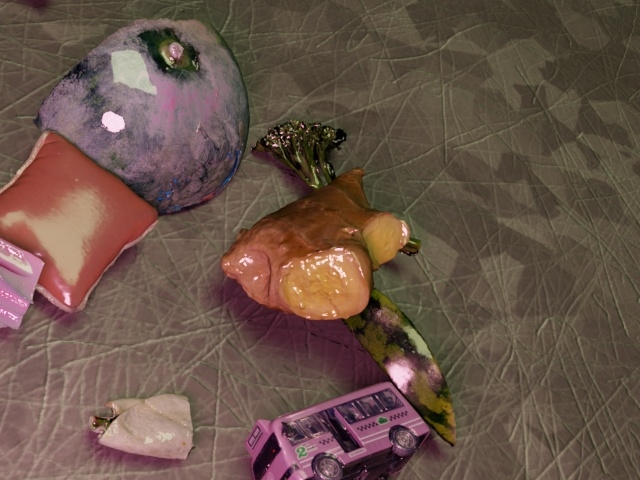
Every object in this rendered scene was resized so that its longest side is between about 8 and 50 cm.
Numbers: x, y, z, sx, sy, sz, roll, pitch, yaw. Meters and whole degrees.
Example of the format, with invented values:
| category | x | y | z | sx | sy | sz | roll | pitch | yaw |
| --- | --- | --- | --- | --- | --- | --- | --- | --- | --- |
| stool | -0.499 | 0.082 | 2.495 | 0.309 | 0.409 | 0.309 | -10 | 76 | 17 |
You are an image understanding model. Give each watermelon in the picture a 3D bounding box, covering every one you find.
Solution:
| category | x | y | z | sx | sy | sz | roll | pitch | yaw |
| --- | --- | --- | --- | --- | --- | --- | --- | --- | --- |
| watermelon | 0.089 | 0.137 | 1.548 | 0.063 | 0.119 | 0.245 | -37 | 65 | -9 |
| watermelon | -0.177 | -0.166 | 1.612 | 0.188 | 0.175 | 0.322 | 43 | 46 | 12 |

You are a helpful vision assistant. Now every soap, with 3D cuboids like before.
| category | x | y | z | sx | sy | sz | roll | pitch | yaw |
| --- | --- | --- | --- | --- | --- | --- | --- | --- | --- |
| soap | -0.372 | 0.035 | 1.381 | 0.149 | 0.100 | 0.056 | 27 | 44 | -5 |

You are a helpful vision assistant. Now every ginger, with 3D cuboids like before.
| category | x | y | z | sx | sy | sz | roll | pitch | yaw |
| --- | --- | --- | --- | --- | --- | --- | --- | --- | --- |
| ginger | 0.000 | 0.000 | 1.580 | 0.219 | 0.123 | 0.270 | -3 | 22 | 18 |

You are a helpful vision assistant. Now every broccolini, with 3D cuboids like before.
| category | x | y | z | sx | sy | sz | roll | pitch | yaw |
| --- | --- | --- | --- | --- | --- | --- | --- | --- | --- |
| broccolini | 0.041 | -0.075 | 1.736 | 0.271 | 0.062 | 0.123 | 40 | 59 | 16 |

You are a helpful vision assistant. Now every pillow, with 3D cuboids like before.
| category | x | y | z | sx | sy | sz | roll | pitch | yaw |
| --- | --- | --- | --- | --- | --- | --- | --- | --- | --- |
| pillow | -0.299 | -0.018 | 1.481 | 0.171 | 0.075 | 0.179 | 37 | 55 | -1 |

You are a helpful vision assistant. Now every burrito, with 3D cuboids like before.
| category | x | y | z | sx | sy | sz | roll | pitch | yaw |
| --- | --- | --- | --- | --- | --- | --- | --- | --- | --- |
| burrito | -0.191 | 0.198 | 1.380 | 0.118 | 0.044 | 0.074 | 7 | 47 | -27 |

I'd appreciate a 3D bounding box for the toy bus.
| category | x | y | z | sx | sy | sz | roll | pitch | yaw |
| --- | --- | --- | --- | --- | --- | --- | --- | --- | --- |
| toy bus | 0.018 | 0.231 | 1.432 | 0.199 | 0.096 | 0.108 | -13 | 55 | -39 |
